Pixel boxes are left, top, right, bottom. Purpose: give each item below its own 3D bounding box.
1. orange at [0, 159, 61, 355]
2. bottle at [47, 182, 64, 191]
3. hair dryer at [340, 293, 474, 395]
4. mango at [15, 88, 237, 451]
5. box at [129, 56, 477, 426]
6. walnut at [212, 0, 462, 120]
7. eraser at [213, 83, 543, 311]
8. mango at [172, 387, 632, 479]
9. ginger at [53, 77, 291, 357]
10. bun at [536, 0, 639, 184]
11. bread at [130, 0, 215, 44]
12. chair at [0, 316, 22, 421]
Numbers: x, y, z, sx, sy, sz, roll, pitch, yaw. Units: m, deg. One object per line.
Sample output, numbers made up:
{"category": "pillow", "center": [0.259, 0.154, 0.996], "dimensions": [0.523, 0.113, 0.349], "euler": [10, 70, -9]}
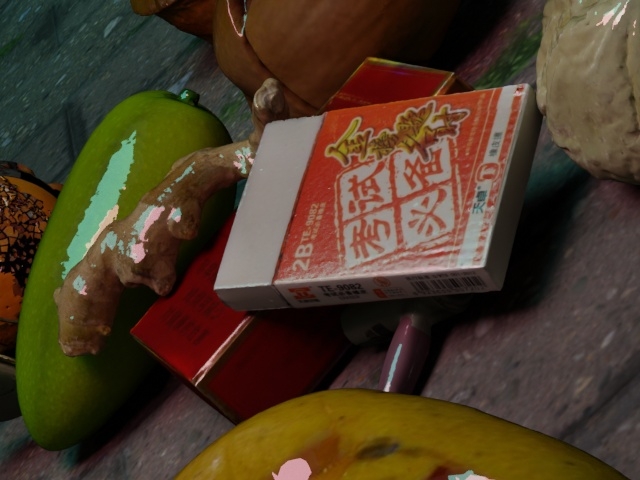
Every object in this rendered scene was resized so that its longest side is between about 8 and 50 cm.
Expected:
{"category": "orange", "center": [-0.360, 0.025, 2.060], "dimensions": [0.234, 0.182, 0.234], "euler": [-41, 35, 37]}
{"category": "bottle", "center": [-0.301, -0.030, 2.191], "dimensions": [0.187, 0.069, 0.069], "euler": [-10, 42, 52]}
{"category": "hair dryer", "center": [0.052, 0.081, 1.390], "dimensions": [0.106, 0.054, 0.154], "euler": [-35, 29, 39]}
{"category": "mango", "center": [-0.181, 0.027, 1.753], "dimensions": [0.192, 0.156, 0.343], "euler": [119, 175, -75]}
{"category": "box", "center": [0.000, 0.001, 1.559], "dimensions": [0.313, 0.089, 0.197], "euler": [-50, 19, -6]}
{"category": "walnut", "center": [0.018, -0.205, 1.735], "dimensions": [0.298, 0.203, 0.203], "euler": [-56, 12, 39]}
{"category": "eraser", "center": [0.041, -0.029, 1.412], "dimensions": [0.230, 0.038, 0.157], "euler": [-6, 54, 33]}
{"category": "mango", "center": [0.042, 0.195, 1.062], "dimensions": [0.365, 0.182, 0.253], "euler": [-6, 42, 43]}
{"category": "ginger", "center": [-0.121, -0.016, 1.612], "dimensions": [0.288, 0.075, 0.089], "euler": [-44, 51, 7]}
{"category": "bun", "center": [0.228, -0.148, 1.316], "dimensions": [0.220, 0.134, 0.220], "euler": [-33, 35, 27]}
{"category": "bread", "center": [-0.086, -0.360, 2.231], "dimensions": [0.312, 0.172, 0.312], "euler": [-43, 23, 23]}
{"category": "chair", "center": [-0.334, 0.137, 1.796], "dimensions": [0.170, 0.160, 0.326], "euler": [-12, 60, 20]}
